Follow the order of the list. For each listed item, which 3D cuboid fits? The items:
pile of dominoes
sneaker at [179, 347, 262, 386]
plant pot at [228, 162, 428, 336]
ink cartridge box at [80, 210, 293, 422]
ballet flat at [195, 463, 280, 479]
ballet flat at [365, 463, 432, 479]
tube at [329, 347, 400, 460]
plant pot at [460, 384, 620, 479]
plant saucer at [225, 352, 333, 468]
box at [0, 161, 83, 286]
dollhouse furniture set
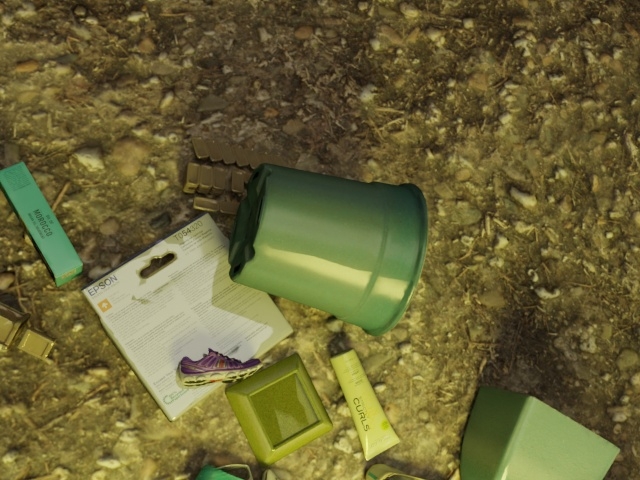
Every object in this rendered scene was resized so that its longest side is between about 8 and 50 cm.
[{"bbox_3d":[-0.188,-0.132,1.690,0.251,0.040,0.196,10,58,-21],"label":"pile of dominoes"},{"bbox_3d":[-0.201,0.251,1.487,0.170,0.068,0.071,-1,68,-19],"label":"sneaker"},{"bbox_3d":[0.000,0.000,1.542,0.334,0.341,0.341,15,71,-18],"label":"plant pot"},{"bbox_3d":[-0.279,0.156,1.561,0.324,0.071,0.330,-34,85,-24],"label":"ink cartridge box"},{"bbox_3d":[-0.137,0.508,1.509,0.247,0.083,0.087,17,56,-16],"label":"ballet flat"},{"bbox_3d":[0.217,0.560,1.615,0.248,0.086,0.086,21,69,-13],"label":"ballet flat"},{"bbox_3d":[0.096,0.361,1.643,0.070,0.062,0.240,-23,88,17],"label":"tube"},{"bbox_3d":[0.453,0.501,1.636,0.247,0.248,0.252,32,78,-9],"label":"plant pot"},{"bbox_3d":[-0.082,0.364,1.584,0.188,0.045,0.188,-24,84,-23],"label":"plant saucer"},{"bbox_3d":[-0.570,-0.031,1.493,0.060,0.100,0.244,-30,86,-23],"label":"box"},{"bbox_3d":[-0.629,0.212,1.429,0.182,0.101,0.161,30,92,-10],"label":"dollhouse furniture set"}]
